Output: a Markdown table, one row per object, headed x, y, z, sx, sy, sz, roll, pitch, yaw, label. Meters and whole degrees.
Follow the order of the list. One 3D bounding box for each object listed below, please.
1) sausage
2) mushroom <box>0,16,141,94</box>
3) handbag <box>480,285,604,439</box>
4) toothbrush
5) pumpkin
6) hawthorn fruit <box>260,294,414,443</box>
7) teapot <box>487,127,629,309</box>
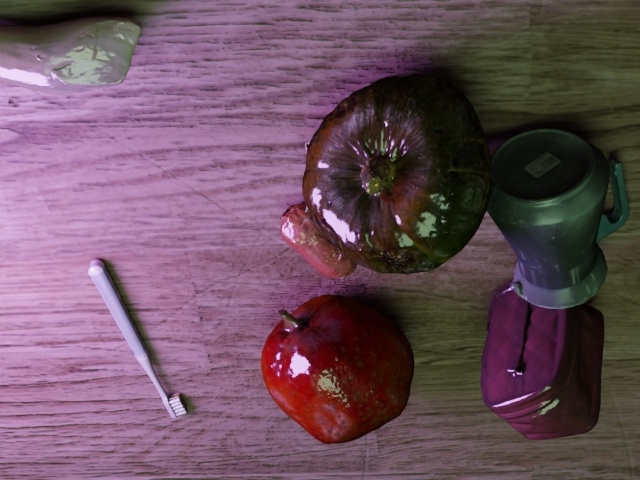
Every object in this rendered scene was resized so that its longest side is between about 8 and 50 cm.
| x | y | z | sx | sy | sz | roll | pitch | yaw | label |
| --- | --- | --- | --- | --- | --- | --- | --- | --- | --- |
| 0.000 | 0.000 | 2.085 | 0.076 | 0.076 | 0.141 | -30 | 121 | 26 | sausage |
| -0.348 | -0.237 | 1.892 | 0.247 | 0.096 | 0.108 | 3 | 156 | 6 | mushroom |
| 0.317 | 0.166 | 2.106 | 0.146 | 0.225 | 0.135 | -19 | 136 | 38 | handbag |
| -0.281 | 0.158 | 2.272 | 0.030 | 0.025 | 0.342 | -17 | 128 | 9 | toothbrush |
| 0.096 | -0.081 | 1.893 | 0.260 | 0.189 | 0.260 | 2 | 94 | 31 | pumpkin |
| 0.019 | 0.176 | 2.164 | 0.215 | 0.215 | 0.250 | -29 | 116 | 25 | hawthorn fruit |
| 0.325 | -0.034 | 1.992 | 0.203 | 0.171 | 0.225 | -30 | 136 | -10 | teapot |
